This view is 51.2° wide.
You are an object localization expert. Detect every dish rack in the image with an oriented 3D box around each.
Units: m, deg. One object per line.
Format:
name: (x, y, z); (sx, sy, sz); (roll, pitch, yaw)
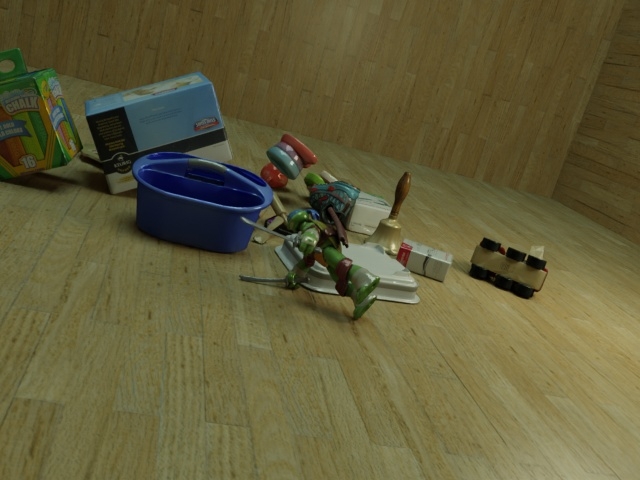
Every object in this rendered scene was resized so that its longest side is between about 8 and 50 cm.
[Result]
dish rack: (0.073, 0.057, 1.686); (0.332, 0.072, 0.285); (10, 16, -24)

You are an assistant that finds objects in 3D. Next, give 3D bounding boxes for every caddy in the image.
caddy: (-0.288, -0.114, 1.626); (0.341, 0.179, 0.241); (13, 29, -8)

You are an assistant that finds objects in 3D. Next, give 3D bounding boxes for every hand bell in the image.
hand bell: (0.224, -0.089, 2.007); (0.126, 0.242, 0.126); (15, 17, -5)

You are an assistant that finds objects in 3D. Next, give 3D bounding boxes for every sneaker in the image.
sneaker: (0.021, -0.115, 2.144); (0.104, 0.125, 0.262); (26, -15, -21)

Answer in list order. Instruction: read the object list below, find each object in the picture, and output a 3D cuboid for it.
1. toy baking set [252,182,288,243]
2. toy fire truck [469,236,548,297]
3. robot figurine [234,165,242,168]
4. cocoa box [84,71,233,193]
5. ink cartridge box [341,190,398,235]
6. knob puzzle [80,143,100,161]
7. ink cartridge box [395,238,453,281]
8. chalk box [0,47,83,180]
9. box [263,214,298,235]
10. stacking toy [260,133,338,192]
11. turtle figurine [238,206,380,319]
toy baking set: (-0.179, -0.084, 1.843); (0.196, 0.030, 0.256); (-8, 53, -41)
toy fire truck: (0.599, 0.066, 2.066); (0.217, 0.159, 0.246); (23, 6, 24)
robot figurine: (-0.288, -0.154, 1.930); (0.128, 0.158, 0.219); (-23, -11, 37)
cocoa box: (-0.455, -0.310, 1.870); (0.346, 0.228, 0.231); (-18, 26, -12)
ink cartridge box: (0.149, -0.094, 2.218); (0.160, 0.093, 0.219); (12, 16, -14)
knob puzzle: (-0.666, -0.261, 2.094); (0.213, 0.030, 0.213); (15, 17, -5)
ink cartridge box: (0.296, 0.056, 1.915); (0.150, 0.063, 0.109); (19, 16, 9)
chalk box: (-0.744, -0.324, 1.669); (0.180, 0.289, 0.179); (-15, 22, -1)
box: (-0.067, -0.033, 1.919); (0.162, 0.029, 0.116); (19, 17, 14)
stacking toy: (-0.082, -0.207, 2.279); (0.279, 0.130, 0.309); (43, -12, -1)
turtle figurine: (-0.022, 0.064, 1.415); (0.266, 0.198, 0.274); (40, 35, 20)
